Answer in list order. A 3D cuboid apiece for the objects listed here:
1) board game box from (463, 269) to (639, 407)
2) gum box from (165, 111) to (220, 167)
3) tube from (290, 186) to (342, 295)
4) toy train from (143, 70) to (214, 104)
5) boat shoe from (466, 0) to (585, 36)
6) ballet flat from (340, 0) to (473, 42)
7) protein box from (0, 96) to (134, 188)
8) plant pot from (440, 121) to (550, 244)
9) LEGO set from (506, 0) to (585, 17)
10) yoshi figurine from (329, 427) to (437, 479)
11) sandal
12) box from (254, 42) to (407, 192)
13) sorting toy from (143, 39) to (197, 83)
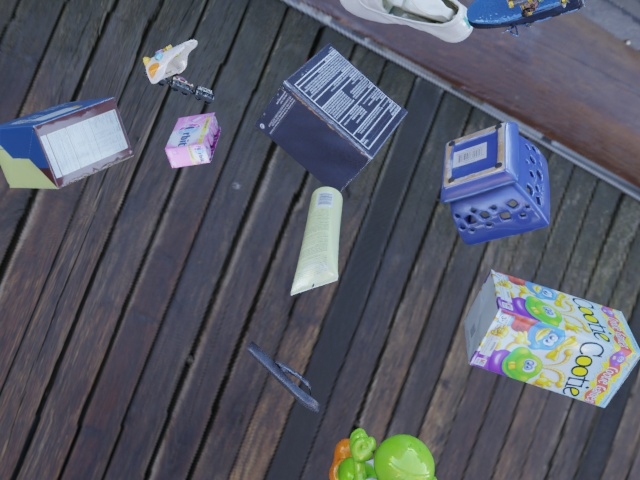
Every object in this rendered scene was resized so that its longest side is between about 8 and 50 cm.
[{"bbox_3d":[0.435,0.186,1.303,0.275,0.144,0.142,18,119,-3],"label":"board game box"},{"bbox_3d":[-0.340,-0.275,1.835,0.107,0.188,0.062,-8,127,9],"label":"gum box"},{"bbox_3d":[0.000,0.000,1.224,0.062,0.240,0.070,17,132,-8],"label":"tube"},{"bbox_3d":[-0.303,-0.338,1.468,0.158,0.027,0.036,18,50,-24],"label":"toy train"},{"bbox_3d":[0.465,-0.514,1.538,0.089,0.258,0.109,35,59,-59],"label":"boat shoe"},{"bbox_3d":[0.219,-0.642,1.813,0.400,0.139,0.139,26,82,20],"label":"ballet flat"},{"bbox_3d":[-0.557,-0.211,1.463,0.201,0.200,0.135,-36,121,-44],"label":"protein box"},{"bbox_3d":[0.437,-0.155,1.744,0.212,0.236,0.236,44,43,-37],"label":"plant pot"},{"bbox_3d":[0.415,-0.591,1.225,0.255,0.192,0.331,-50,124,-44],"label":"LEGO set"},{"bbox_3d":[0.132,0.450,1.310,0.204,0.362,0.203,-13,83,-11],"label":"yoshi figurine"},{"bbox_3d":[-0.089,0.345,1.765,0.254,0.097,0.054,41,74,16],"label":"sandal"},{"bbox_3d":[0.034,-0.327,1.829,0.294,0.183,0.296,40,43,-3],"label":"box"},{"bbox_3d":[-0.231,-0.291,1.072,0.075,0.083,0.045,-26,104,27],"label":"sorting toy"}]
